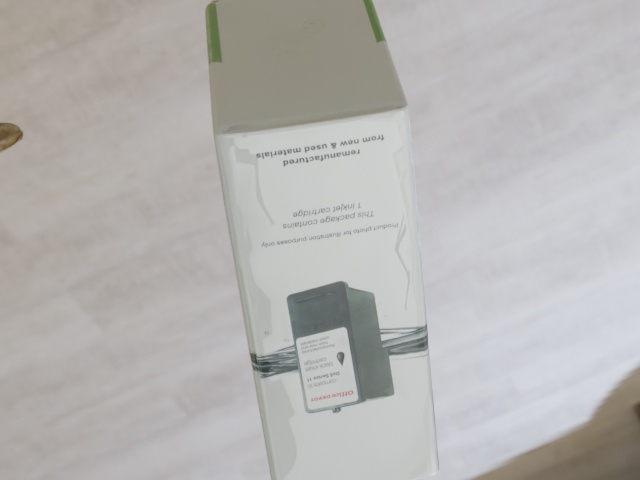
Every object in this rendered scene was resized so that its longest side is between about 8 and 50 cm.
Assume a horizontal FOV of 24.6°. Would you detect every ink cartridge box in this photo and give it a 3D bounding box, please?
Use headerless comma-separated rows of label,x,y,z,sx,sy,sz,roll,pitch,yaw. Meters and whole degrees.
ink cartridge box,0.000,0.000,0.722,0.086,0.153,0.208,-8,122,-2

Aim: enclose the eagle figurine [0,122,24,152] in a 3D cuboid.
eagle figurine,-0.265,-0.097,0.553,0.225,0.226,0.298,7,134,19
